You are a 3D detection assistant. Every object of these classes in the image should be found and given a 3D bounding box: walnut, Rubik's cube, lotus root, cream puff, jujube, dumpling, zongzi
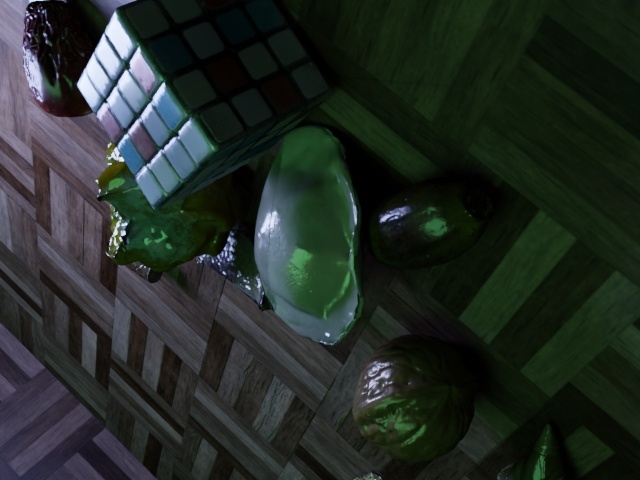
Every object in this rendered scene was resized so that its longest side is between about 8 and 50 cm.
[{"bbox_3d":[0.169,0.274,1.577,0.228,0.228,0.228,31,143,26],"label":"walnut"},{"bbox_3d":[-0.187,-0.238,1.407,0.253,0.256,0.259,56,146,1],"label":"Rubik's cube"},{"bbox_3d":[0.157,-0.025,1.363,0.124,0.123,0.241,46,152,-14],"label":"lotus root"},{"bbox_3d":[-0.284,-0.103,1.738,0.275,0.269,0.323,10,143,-3],"label":"cream puff"},{"bbox_3d":[-0.515,-0.364,1.797,0.168,0.168,0.236,6,113,47],"label":"jujube"},{"bbox_3d":[0.001,-0.003,1.489,0.181,0.341,0.260,24,180,-38],"label":"dumpling"},{"bbox_3d":[0.366,0.391,1.611,0.189,0.081,0.178,6,107,65],"label":"zongzi"}]

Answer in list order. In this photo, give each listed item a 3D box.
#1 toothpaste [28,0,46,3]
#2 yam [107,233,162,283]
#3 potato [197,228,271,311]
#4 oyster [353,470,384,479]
[{"bbox_3d":[-0.579,-0.439,1.888,0.064,0.041,0.218,24,138,15],"label":"toothpaste"},{"bbox_3d":[-0.443,0.037,2.182,0.141,0.079,0.079,33,144,22],"label":"yam"},{"bbox_3d":[-0.136,0.045,1.837,0.261,0.100,0.120,33,108,48],"label":"potato"},{"bbox_3d":[0.123,0.580,2.108,0.146,0.045,0.121,22,124,35],"label":"oyster"}]
